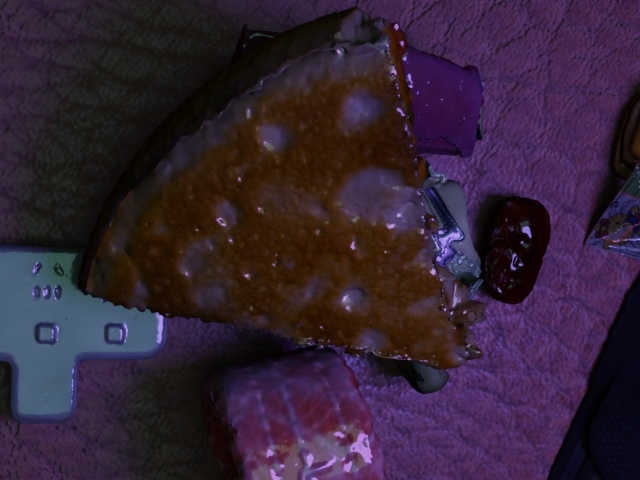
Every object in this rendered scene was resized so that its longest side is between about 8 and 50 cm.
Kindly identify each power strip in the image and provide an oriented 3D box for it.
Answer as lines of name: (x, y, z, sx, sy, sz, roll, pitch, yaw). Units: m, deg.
power strip: (-0.300, 0.100, 1.411, 0.265, 0.059, 0.194, 1, 92, -16)

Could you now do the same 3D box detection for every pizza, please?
pizza: (0.000, 0.000, 1.343, 0.440, 0.130, 0.406, -39, 111, 25)

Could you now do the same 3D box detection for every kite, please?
kite: (0.436, -0.036, 1.578, 0.244, 0.006, 0.198, -23, 123, 12)

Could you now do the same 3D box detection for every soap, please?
soap: (0.042, -0.155, 1.430, 0.289, 0.182, 0.112, 7, 89, -9)

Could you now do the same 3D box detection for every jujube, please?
jujube: (0.233, 0.012, 1.542, 0.077, 0.077, 0.129, 7, 96, -15)

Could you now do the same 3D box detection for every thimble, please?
thimble: (-0.024, 0.236, 1.402, 0.162, 0.239, 0.239, -16, 96, -13)

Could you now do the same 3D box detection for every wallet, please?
wallet: (0.433, 0.216, 1.558, 0.247, 0.041, 0.323, 26, 85, 24)

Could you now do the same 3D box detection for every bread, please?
bread: (0.462, -0.103, 1.600, 0.200, 0.077, 0.116, 25, 78, -15)

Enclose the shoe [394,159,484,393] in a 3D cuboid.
shoe: (0.119, 0.043, 1.463, 0.128, 0.140, 0.262, -11, 96, 5)
